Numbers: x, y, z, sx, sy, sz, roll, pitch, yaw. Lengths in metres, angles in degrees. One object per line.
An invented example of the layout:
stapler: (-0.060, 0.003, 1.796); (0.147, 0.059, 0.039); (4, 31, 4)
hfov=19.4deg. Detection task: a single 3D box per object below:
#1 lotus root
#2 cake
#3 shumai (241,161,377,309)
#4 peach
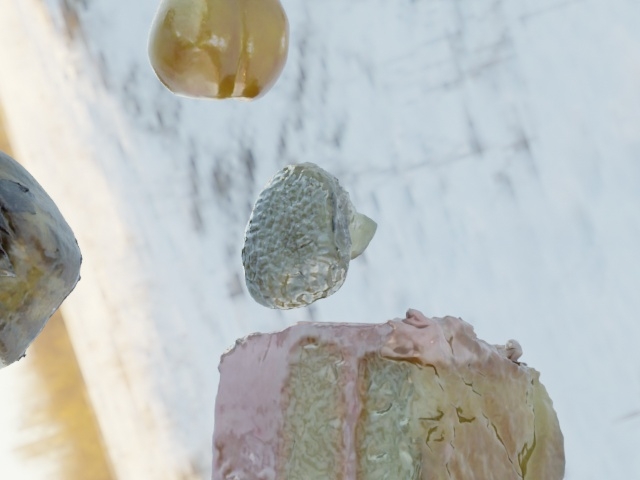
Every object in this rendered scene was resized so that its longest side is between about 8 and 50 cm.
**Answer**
lotus root: (-0.432, 0.011, 2.256); (0.192, 0.272, 0.272); (66, -179, -63)
cake: (0.076, 0.229, 2.144); (0.314, 0.306, 0.293); (10, -104, -50)
shumai: (-0.001, -0.004, 1.807); (0.116, 0.145, 0.145); (13, -136, -44)
peach: (-0.099, -0.200, 1.803); (0.138, 0.138, 0.138); (161, 90, -83)
